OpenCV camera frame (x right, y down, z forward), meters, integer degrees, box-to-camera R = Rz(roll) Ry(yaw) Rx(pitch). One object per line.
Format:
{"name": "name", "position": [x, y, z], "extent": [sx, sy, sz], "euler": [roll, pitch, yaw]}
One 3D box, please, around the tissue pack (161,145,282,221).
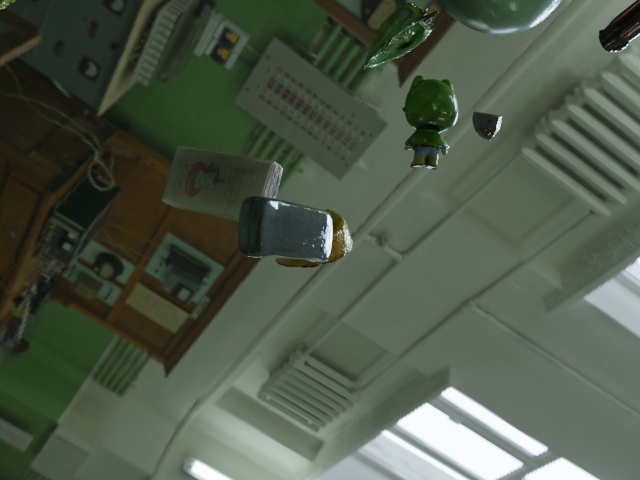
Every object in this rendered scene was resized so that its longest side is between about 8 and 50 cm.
{"name": "tissue pack", "position": [-0.265, -0.147, 1.675], "extent": [0.071, 0.326, 0.170], "euler": [26, 79, -59]}

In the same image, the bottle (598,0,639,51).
{"name": "bottle", "position": [0.594, -0.415, 1.166], "extent": [0.164, 0.060, 0.060], "euler": [-39, -160, 45]}

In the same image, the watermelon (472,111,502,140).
{"name": "watermelon", "position": [0.465, -0.331, 1.753], "extent": [0.072, 0.092, 0.084], "euler": [-39, -170, 31]}

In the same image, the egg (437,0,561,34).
{"name": "egg", "position": [0.294, -0.519, 1.049], "extent": [0.276, 0.276, 0.388], "euler": [138, -43, -56]}

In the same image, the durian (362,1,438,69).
{"name": "durian", "position": [0.169, -0.421, 1.285], "extent": [0.215, 0.086, 0.100], "euler": [-31, -158, 48]}

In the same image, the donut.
{"name": "donut", "position": [0.007, -0.001, 1.835], "extent": [0.259, 0.152, 0.101], "euler": [-29, 126, -40]}

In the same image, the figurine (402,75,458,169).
{"name": "figurine", "position": [0.311, -0.336, 1.804], "extent": [0.143, 0.162, 0.263], "euler": [149, -53, -84]}

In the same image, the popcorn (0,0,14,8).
{"name": "popcorn", "position": [-0.697, -0.604, 1.272], "extent": [0.285, 0.174, 0.225], "euler": [107, -35, -48]}

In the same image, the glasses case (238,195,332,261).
{"name": "glasses case", "position": [-0.071, -0.021, 1.439], "extent": [0.323, 0.074, 0.131], "euler": [8, 86, -62]}
